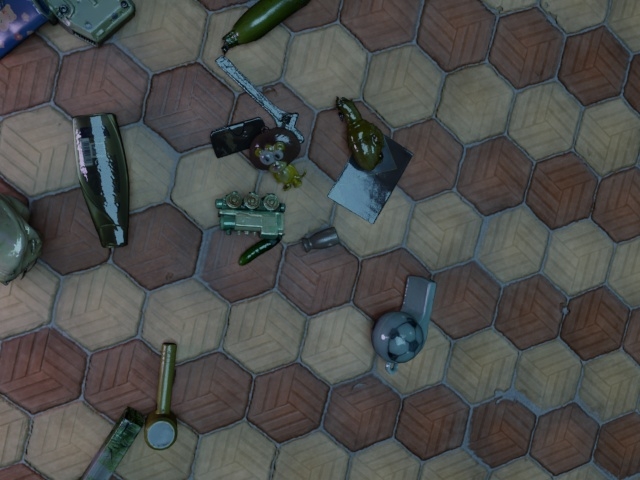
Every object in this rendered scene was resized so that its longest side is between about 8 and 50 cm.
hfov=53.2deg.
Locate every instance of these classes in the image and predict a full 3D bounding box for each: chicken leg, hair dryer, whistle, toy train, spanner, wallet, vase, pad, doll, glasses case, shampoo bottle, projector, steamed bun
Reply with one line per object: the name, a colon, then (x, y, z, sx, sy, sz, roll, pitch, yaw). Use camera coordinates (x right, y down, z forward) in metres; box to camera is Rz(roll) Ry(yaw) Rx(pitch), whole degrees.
chicken leg: (0.115, -0.307, 1.793, 0.103, 0.088, 0.227, -22, 91, 4)
hair dryer: (-0.427, 0.420, 1.746, 0.090, 0.135, 0.278, 6, 85, -12)
whistle: (0.227, 0.243, 1.835, 0.164, 0.163, 0.289, 9, 93, -12)
toy train: (-0.192, -0.069, 1.749, 0.194, 0.081, 0.125, 2, 82, -13)
spanner: (-0.163, -0.385, 1.760, 0.325, 0.026, 0.093, 43, 88, -10)
wallet: (-0.222, -0.283, 1.753, 0.157, 0.018, 0.082, -18, 119, -9)
vase: (0.000, 0.000, 1.816, 0.101, 0.053, 0.053, -18, 99, -5)
wallet: (-0.770, -0.551, 1.566, 0.202, 0.059, 0.141, -27, 99, 21)
pad: (0.147, -0.190, 1.849, 0.164, 0.004, 0.243, 30, 90, -12)
doll: (-0.106, -0.226, 1.739, 0.188, 0.096, 0.145, 42, 120, -15)
glasses case: (-0.579, 0.595, 1.744, 0.062, 0.095, 0.272, 33, 89, -14)
shampoo bottle: (-0.565, -0.153, 1.674, 0.126, 0.084, 0.349, -9, 98, -7)
projector: (-0.625, -0.630, 1.611, 0.193, 0.088, 0.269, -45, 102, -7)
steamed bun: (-0.827, -0.035, 1.571, 0.268, 0.207, 0.280, -21, 125, 30)

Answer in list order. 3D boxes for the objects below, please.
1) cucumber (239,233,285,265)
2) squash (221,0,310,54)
cucumber: (-0.167, 0.020, 1.794, 0.155, 0.037, 0.037, -33, 101, -7)
squash: (-0.137, -0.610, 1.711, 0.332, 0.087, 0.087, -37, 101, -3)
